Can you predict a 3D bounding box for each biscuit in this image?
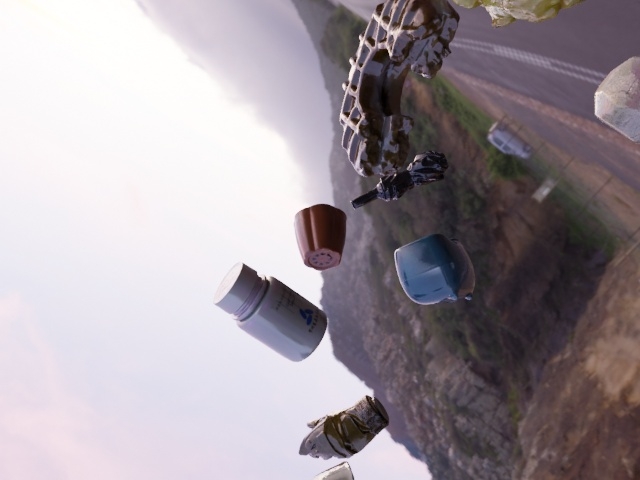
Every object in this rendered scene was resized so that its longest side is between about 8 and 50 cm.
[{"bbox_3d":[0.138,-0.327,1.177,0.115,0.366,0.268,8,-147,-22],"label":"biscuit"}]

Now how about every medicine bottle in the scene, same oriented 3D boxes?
[{"bbox_3d":[-0.137,0.192,1.596,0.293,0.170,0.170,36,-165,-20],"label":"medicine bottle"}]

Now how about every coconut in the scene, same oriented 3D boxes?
[{"bbox_3d":[0.884,-0.391,1.597,0.227,0.230,0.227,30,-158,-13],"label":"coconut"}]

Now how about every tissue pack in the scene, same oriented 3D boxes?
[{"bbox_3d":[0.360,0.103,1.812,0.287,0.198,0.206,14,-125,-63],"label":"tissue pack"}]

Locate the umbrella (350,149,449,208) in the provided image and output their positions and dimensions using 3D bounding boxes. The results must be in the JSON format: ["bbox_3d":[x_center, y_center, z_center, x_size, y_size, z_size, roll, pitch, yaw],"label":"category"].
[{"bbox_3d":[0.256,-0.190,1.918,0.118,0.340,0.118,-25,-90,-87],"label":"umbrella"}]

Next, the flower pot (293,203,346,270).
[{"bbox_3d":[0.000,0.000,1.978,0.191,0.191,0.173,29,-136,-33],"label":"flower pot"}]

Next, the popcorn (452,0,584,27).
[{"bbox_3d":[0.292,-0.441,0.866,0.252,0.215,0.286,66,-167,-53],"label":"popcorn"}]

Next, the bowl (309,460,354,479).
[{"bbox_3d":[-0.008,0.758,1.552,0.158,0.337,0.337,5,-157,-8],"label":"bowl"}]

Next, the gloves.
[{"bbox_3d":[0.061,0.616,1.875,0.154,0.331,0.141,53,-165,-4],"label":"gloves"}]
